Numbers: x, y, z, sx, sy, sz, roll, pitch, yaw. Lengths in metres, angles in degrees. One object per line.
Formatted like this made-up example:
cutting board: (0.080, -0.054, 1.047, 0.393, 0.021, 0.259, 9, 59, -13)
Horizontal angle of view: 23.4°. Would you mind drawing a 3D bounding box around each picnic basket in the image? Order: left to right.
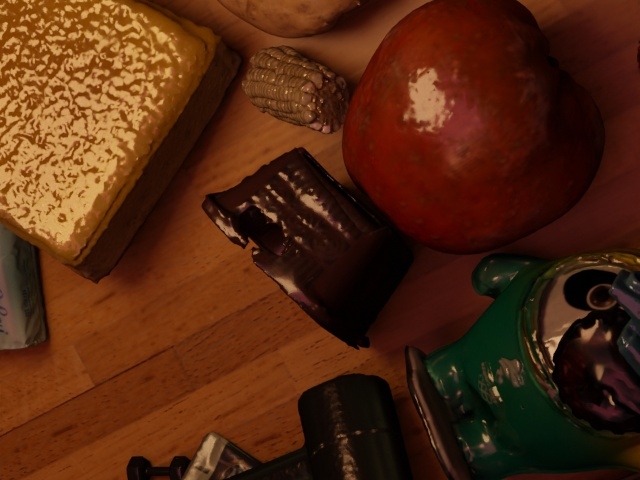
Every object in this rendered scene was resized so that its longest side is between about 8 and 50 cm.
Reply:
picnic basket: (0.000, 0.000, 1.729, 0.222, 0.297, 0.129, 44, 90, 15)

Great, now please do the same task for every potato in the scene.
potato: (-0.039, -0.309, 1.777, 0.235, 0.128, 0.161, -4, 80, 23)

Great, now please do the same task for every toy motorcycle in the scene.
toy motorcycle: (0.435, 0.160, 1.470, 0.416, 0.172, 0.232, 32, 118, 11)

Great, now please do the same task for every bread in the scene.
bread: (-0.312, -0.168, 1.830, 0.324, 0.143, 0.333, 33, 88, 8)

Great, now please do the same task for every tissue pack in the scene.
tissue pack: (-0.452, 0.010, 1.965, 0.177, 0.089, 0.263, -4, 97, 16)

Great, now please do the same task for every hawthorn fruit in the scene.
hawthorn fruit: (0.165, -0.120, 1.655, 0.284, 0.284, 0.284, 2, 98, 18)

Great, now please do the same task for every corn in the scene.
corn: (-0.022, -0.173, 1.750, 0.087, 0.211, 0.087, -6, 104, -23)

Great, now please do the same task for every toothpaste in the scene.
toothpaste: (0.009, 0.356, 1.874, 0.392, 0.061, 0.098, 25, 74, 13)

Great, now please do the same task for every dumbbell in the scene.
dumbbell: (-0.202, 0.292, 1.949, 0.083, 0.036, 0.040, -3, 94, 19)

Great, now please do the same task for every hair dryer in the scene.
hair dryer: (-0.029, 0.322, 1.803, 0.302, 0.116, 0.244, -25, 57, 22)

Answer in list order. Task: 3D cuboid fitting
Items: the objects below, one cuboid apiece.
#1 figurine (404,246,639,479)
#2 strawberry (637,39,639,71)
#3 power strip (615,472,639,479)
figurine: (0.280, 0.142, 1.685, 0.340, 0.231, 0.323, -24, 68, 11)
strawberry: (0.387, -0.192, 1.675, 0.083, 0.083, 0.096, -42, 112, 18)
power strip: (0.267, 0.352, 1.763, 0.388, 0.066, 0.092, -24, 80, 9)
